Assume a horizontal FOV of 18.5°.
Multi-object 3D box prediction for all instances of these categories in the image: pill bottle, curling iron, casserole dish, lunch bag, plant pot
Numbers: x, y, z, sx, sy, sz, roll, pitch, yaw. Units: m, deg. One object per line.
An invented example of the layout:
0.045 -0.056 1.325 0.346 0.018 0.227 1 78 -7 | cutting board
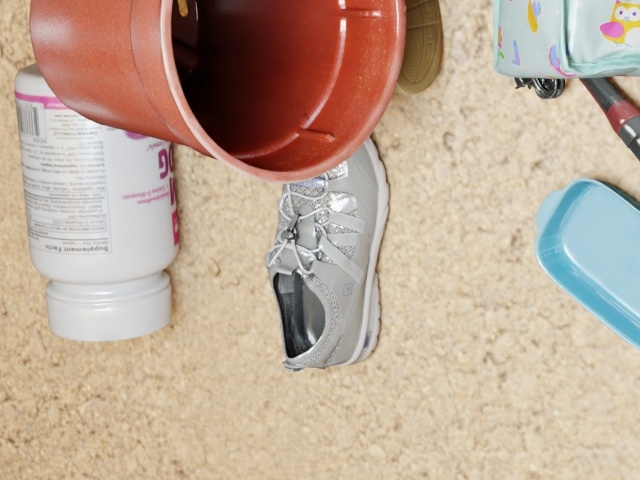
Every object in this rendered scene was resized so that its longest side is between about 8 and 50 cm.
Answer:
-0.233 -0.047 2.084 0.160 0.160 0.283 9 109 36 | pill bottle
0.270 -0.095 1.759 0.274 0.035 0.068 46 130 19 | curling iron
0.278 0.020 1.786 0.188 0.037 0.114 40 124 21 | casserole dish
0.226 -0.263 1.603 0.223 0.160 0.262 -149 58 -78 | lunch bag
-0.112 -0.197 1.780 0.265 0.272 0.272 8 109 49 | plant pot

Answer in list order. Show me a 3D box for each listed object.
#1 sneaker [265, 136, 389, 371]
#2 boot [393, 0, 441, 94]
0.000 0.000 1.945 0.105 0.115 0.281 3 106 37 | sneaker
-0.006 -0.245 1.892 0.203 0.095 0.262 -17 99 44 | boot
